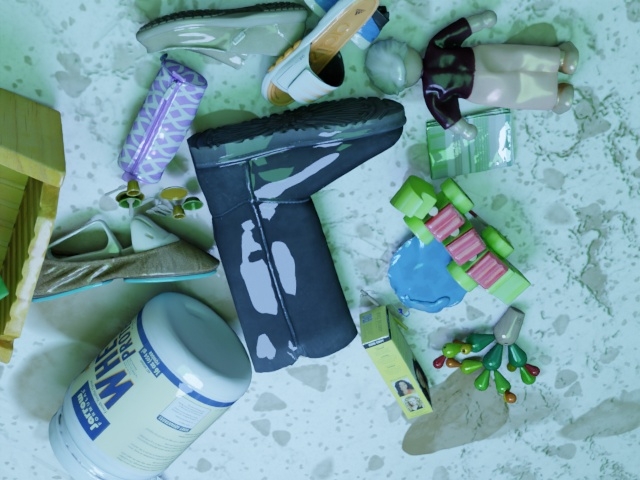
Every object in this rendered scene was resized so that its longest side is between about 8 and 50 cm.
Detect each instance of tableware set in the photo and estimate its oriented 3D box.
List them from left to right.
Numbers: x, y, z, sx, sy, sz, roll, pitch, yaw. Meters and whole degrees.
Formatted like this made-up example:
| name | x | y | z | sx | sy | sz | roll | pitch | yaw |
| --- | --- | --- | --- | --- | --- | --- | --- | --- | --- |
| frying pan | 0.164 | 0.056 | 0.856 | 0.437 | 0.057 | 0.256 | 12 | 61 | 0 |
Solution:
| name | x | y | z | sx | sy | sz | roll | pitch | yaw |
| --- | --- | --- | --- | --- | --- | --- | --- | --- | --- |
| tableware set | -0.271 | -0.064 | 1.448 | 0.104 | 0.024 | 0.154 | -22 | 155 | 26 |

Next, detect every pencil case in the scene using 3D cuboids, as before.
| name | x | y | z | sx | sy | sz | roll | pitch | yaw |
| --- | --- | --- | --- | --- | --- | --- | --- | --- | --- |
| pencil case | -0.256 | -0.190 | 1.407 | 0.086 | 0.088 | 0.206 | 25 | 113 | -10 |

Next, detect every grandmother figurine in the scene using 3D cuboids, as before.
| name | x | y | z | sx | sy | sz | roll | pitch | yaw |
| --- | --- | --- | --- | --- | --- | --- | --- | --- | --- |
| grandmother figurine | 0.241 | -0.270 | 1.431 | 0.342 | 0.104 | 0.208 | 5 | 89 | -7 |

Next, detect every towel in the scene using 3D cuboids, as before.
| name | x | y | z | sx | sy | sz | roll | pitch | yaw |
| --- | --- | --- | --- | --- | --- | --- | --- | --- | --- |
| towel | 0.263 | -0.167 | 1.523 | 0.151 | 0.023 | 0.113 | -11 | 117 | -1 |

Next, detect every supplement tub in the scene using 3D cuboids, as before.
| name | x | y | z | sx | sy | sz | roll | pitch | yaw |
| --- | --- | --- | --- | --- | --- | --- | --- | --- | --- |
| supplement tub | -0.306 | 0.276 | 1.557 | 0.235 | 0.235 | 0.325 | 39 | 106 | -23 |

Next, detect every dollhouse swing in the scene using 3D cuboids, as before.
| name | x | y | z | sx | sy | sz | roll | pitch | yaw |
| --- | --- | --- | --- | --- | --- | --- | --- | --- | --- |
| dollhouse swing | -0.590 | -0.051 | 1.341 | 0.304 | 0.315 | 0.347 | 14 | 115 | -26 |

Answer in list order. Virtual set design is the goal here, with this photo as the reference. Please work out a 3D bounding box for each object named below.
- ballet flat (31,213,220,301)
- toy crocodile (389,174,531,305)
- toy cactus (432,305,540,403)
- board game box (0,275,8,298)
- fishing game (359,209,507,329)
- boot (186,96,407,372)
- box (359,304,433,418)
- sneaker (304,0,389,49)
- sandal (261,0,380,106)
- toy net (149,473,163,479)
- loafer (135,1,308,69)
| name | x | y | z | sx | sy | sz | roll | pitch | yaw |
| --- | --- | --- | --- | --- | --- | --- | --- | --- | --- |
| ballet flat | -0.351 | 0.022 | 1.507 | 0.342 | 0.116 | 0.124 | -8 | 99 | 1 |
| toy crocodile | 0.249 | 0.003 | 1.518 | 0.115 | 0.105 | 0.340 | -40 | 118 | 12 |
| toy cactus | 0.343 | 0.217 | 1.696 | 0.218 | 0.112 | 0.181 | 22 | 103 | -8 |
| board game box | -0.633 | 0.042 | 1.312 | 0.316 | 0.064 | 0.242 | -28 | 86 | 30 |
| fishing game | 0.214 | 0.051 | 1.621 | 0.189 | 0.041 | 0.264 | 35 | 108 | -26 |
| boot | -0.002 | 0.000 | 1.501 | 0.366 | 0.146 | 0.445 | -9 | 114 | 8 |
| box | 0.146 | 0.234 | 1.660 | 0.058 | 0.087 | 0.232 | -21 | 127 | 14 |
| sneaker | 0.042 | -0.374 | 1.366 | 0.152 | 0.058 | 0.084 | 34 | 114 | -26 |
| sandal | 0.005 | -0.275 | 1.345 | 0.102 | 0.076 | 0.265 | -8 | 154 | -46 |
| toy net | -0.389 | 0.449 | 1.746 | 0.232 | 0.045 | 0.122 | 32 | 107 | -22 |
| loafer | -0.149 | -0.311 | 1.352 | 0.268 | 0.102 | 0.092 | -7 | 112 | -4 |
